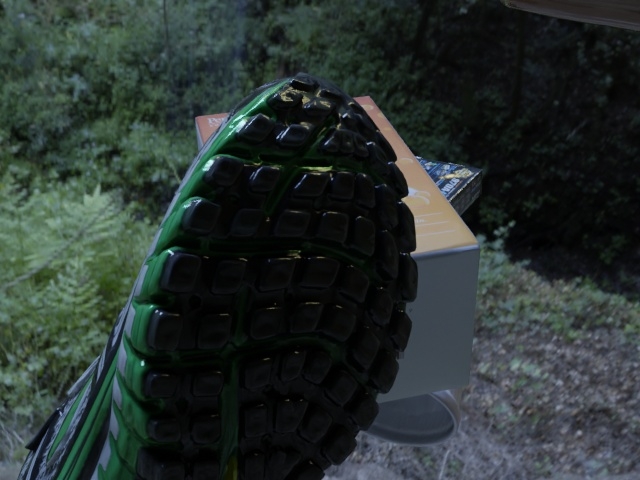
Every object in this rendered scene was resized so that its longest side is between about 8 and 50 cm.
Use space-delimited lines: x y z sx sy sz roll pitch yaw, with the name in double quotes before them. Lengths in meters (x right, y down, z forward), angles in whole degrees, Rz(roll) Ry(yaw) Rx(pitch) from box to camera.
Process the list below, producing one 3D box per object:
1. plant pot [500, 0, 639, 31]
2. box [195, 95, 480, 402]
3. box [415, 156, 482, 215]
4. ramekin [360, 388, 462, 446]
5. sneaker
"plant pot" 0.270 -0.283 0.761 0.229 0.263 0.263 -2 58 0
"box" 0.000 0.000 0.930 0.215 0.168 0.345 -9 32 -11
"box" 0.143 -0.070 1.457 0.175 0.051 0.220 13 33 28
"ramekin" 0.116 0.209 1.326 0.207 0.207 0.109 19 55 3
"sneaker" -0.074 0.077 0.417 0.146 0.134 0.343 21 85 52
